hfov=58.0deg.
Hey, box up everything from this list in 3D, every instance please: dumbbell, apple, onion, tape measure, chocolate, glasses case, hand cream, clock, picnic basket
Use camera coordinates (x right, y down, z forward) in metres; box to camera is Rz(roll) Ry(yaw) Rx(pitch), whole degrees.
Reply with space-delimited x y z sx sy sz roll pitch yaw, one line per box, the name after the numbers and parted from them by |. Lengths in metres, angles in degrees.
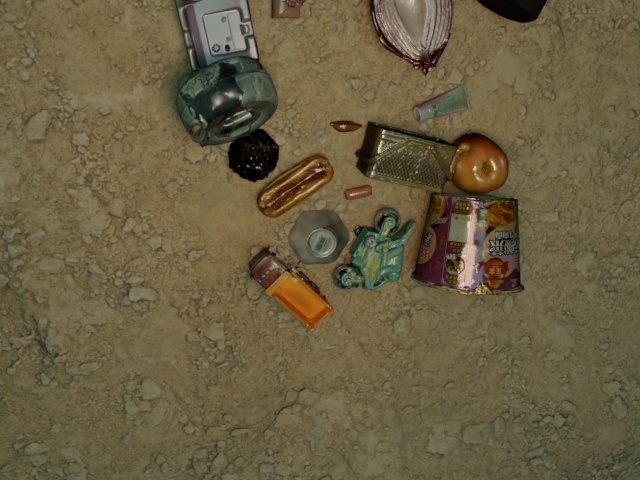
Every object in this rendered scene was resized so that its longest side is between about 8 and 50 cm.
0.558 -0.768 1.521 0.204 0.203 0.322 24 103 -15 | dumbbell
0.461 -0.219 1.695 0.199 0.199 0.199 -3 108 -8 | apple
0.246 -0.588 1.572 0.227 0.120 0.283 -17 106 -5 | onion
-0.237 -0.351 1.503 0.256 0.275 0.147 -27 83 -5 | tape measure
-0.183 -0.224 1.619 0.156 0.133 0.156 -3 110 -9 | chocolate
-0.075 -0.683 1.519 0.103 0.070 0.193 -1 108 -10 | glasses case
0.360 -0.397 1.698 0.174 0.047 0.076 -22 109 -10 | hand cream
-0.270 -0.547 1.525 0.187 0.083 0.253 -13 109 -5 | clock
0.246 -0.239 1.662 0.267 0.165 0.139 11 107 -12 | picnic basket

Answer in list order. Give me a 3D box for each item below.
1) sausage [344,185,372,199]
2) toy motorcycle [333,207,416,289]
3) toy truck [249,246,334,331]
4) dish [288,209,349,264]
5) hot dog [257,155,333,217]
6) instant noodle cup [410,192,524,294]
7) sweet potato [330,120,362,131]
0.114 -0.144 1.741 0.084 0.034 0.034 -12 109 -3 | sausage
0.182 0.048 1.777 0.199 0.109 0.296 26 103 -19 | toy motorcycle
-0.092 0.145 1.748 0.114 0.135 0.270 -45 109 7 | toy truck
0.000 0.000 1.753 0.191 0.066 0.190 -2 108 -8 | dish
-0.075 -0.158 1.689 0.250 0.068 0.100 -33 97 0 | hot dog
0.444 -0.002 1.700 0.340 0.340 0.265 2 99 -10 | instant noodle cup
0.074 -0.330 1.676 0.095 0.034 0.034 2 107 -9 | sweet potato
